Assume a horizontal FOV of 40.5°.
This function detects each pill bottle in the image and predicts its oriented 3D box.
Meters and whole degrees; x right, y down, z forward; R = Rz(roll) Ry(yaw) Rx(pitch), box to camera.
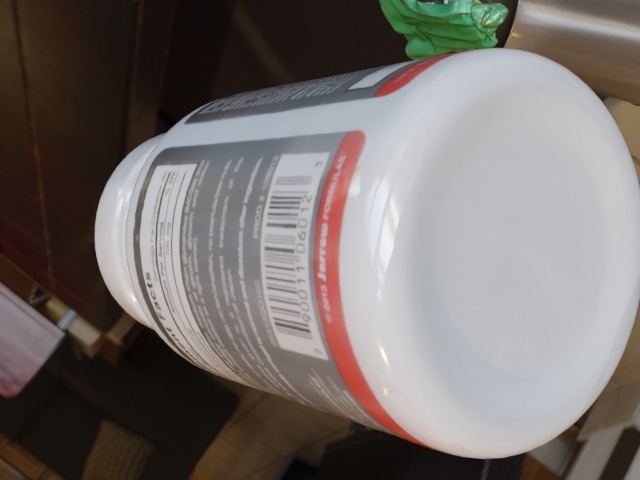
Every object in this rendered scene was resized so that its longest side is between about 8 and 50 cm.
[{"bbox_3d":[0.000,0.000,0.571,0.363,0.210,0.210,5,141,54],"label":"pill bottle"}]

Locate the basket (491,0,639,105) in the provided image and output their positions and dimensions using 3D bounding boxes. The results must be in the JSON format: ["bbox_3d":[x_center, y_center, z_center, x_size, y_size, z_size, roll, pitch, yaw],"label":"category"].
[{"bbox_3d":[0.349,-0.278,1.163,0.227,0.154,0.204,10,-173,-9],"label":"basket"}]

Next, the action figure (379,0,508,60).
[{"bbox_3d":[0.168,-0.286,1.129,0.137,0.063,0.232,43,173,-26],"label":"action figure"}]
